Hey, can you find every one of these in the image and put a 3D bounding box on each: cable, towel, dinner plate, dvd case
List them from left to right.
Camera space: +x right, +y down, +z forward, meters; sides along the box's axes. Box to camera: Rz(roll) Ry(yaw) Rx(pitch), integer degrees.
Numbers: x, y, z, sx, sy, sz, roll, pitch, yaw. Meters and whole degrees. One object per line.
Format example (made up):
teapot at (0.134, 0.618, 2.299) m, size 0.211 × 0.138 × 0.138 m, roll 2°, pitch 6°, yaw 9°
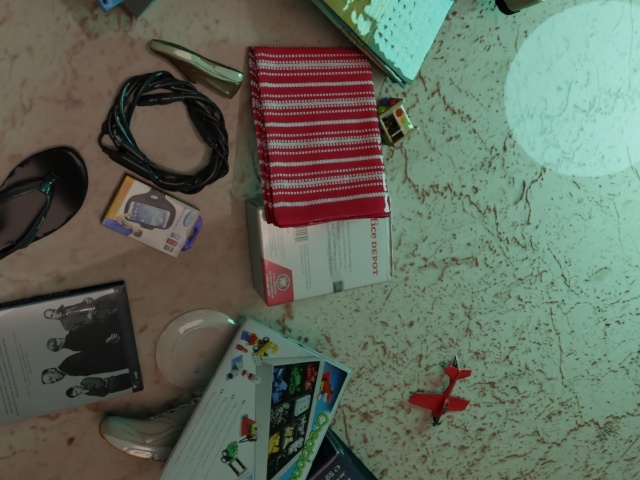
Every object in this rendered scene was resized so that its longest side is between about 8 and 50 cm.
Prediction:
dvd case at (-0.393, 0.166, 0.855) m, size 0.238 × 0.029 × 0.179 m, roll -10°, pitch 108°, yaw -19°
cable at (-0.209, -0.150, 0.841) m, size 0.184 × 0.047 × 0.151 m, roll 29°, pitch 87°, yaw -24°
dinner plate at (-0.193, 0.179, 0.950) m, size 0.141 × 0.017 × 0.141 m, roll -6°, pitch 108°, yaw -20°
towel at (0.001, -0.158, 0.874) m, size 0.198 × 0.031 × 0.275 m, roll -5°, pitch 84°, yaw -21°
towel at (0.083, -0.422, 0.821) m, size 0.370 × 0.040 × 0.271 m, roll 27°, pitch 93°, yaw -46°

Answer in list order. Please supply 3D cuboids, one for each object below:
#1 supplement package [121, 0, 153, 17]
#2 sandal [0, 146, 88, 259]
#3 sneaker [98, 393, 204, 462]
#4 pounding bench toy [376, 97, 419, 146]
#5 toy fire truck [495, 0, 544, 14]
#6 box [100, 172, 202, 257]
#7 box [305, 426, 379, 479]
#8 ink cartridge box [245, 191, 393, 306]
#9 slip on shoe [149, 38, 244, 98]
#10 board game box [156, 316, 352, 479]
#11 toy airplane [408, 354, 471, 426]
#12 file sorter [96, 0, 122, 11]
supplement package at (-0.205, -0.361, 0.667) m, size 0.134 × 0.244 × 0.139 m, roll -49°, pitch 117°, yaw -4°
sandal at (-0.413, -0.023, 0.780) m, size 0.254 × 0.054 × 0.097 m, roll -41°, pitch 116°, yaw -7°
sneaker at (-0.214, 0.292, 0.943) m, size 0.262 × 0.099 × 0.121 m, roll 16°, pitch 75°, yaw -21°
pounding bench toy at (0.102, -0.186, 0.951) m, size 0.083 × 0.052 × 0.065 m, roll -37°, pitch 115°, yaw -9°
toy fire truck at (0.331, -0.511, 0.886) m, size 0.217 × 0.158 × 0.246 m, roll -47°, pitch 113°, yaw -17°
box at (-0.241, -0.032, 0.865) m, size 0.136 × 0.028 × 0.081 m, roll 27°, pitch 93°, yaw -25°
box at (-0.030, 0.497, 1.016) m, size 0.296 × 0.183 × 0.294 m, roll -41°, pitch 117°, yaw -7°
ink cartridge box at (0.000, 0.000, 0.939) m, size 0.217 × 0.092 × 0.159 m, roll -9°, pitch 107°, yaw -19°
slip on shoe at (-0.175, -0.240, 0.826) m, size 0.135 × 0.051 × 0.041 m, roll 15°, pitch 110°, yaw -31°
board game box at (-0.100, 0.293, 0.887) m, size 0.193 × 0.053 × 0.305 m, roll 27°, pitch 65°, yaw 2°
toy airplane at (0.252, 0.302, 1.163) m, size 0.151 × 0.028 × 0.151 m, roll -7°, pitch 108°, yaw -23°
file sorter at (-0.187, -0.305, 0.496) m, size 0.118 × 0.104 × 0.170 m, roll -36°, pitch 115°, yaw -7°
